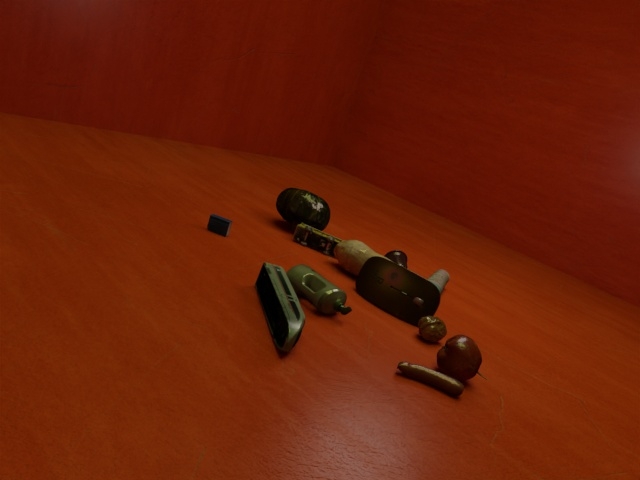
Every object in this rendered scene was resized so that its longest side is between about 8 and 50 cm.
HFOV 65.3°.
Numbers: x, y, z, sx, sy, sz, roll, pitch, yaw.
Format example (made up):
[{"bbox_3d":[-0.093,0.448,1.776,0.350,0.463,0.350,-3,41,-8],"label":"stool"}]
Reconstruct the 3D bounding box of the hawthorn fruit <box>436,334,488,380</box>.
[{"bbox_3d":[0.384,0.328,1.381,0.140,0.125,0.125,48,6,-22],"label":"hawthorn fruit"}]

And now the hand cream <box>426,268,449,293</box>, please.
[{"bbox_3d":[0.446,0.195,1.999,0.111,0.070,0.312,26,26,22],"label":"hand cream"}]

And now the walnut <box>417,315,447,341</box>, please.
[{"bbox_3d":[0.348,0.277,1.566,0.096,0.082,0.079,10,46,-31],"label":"walnut"}]

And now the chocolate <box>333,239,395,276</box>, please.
[{"bbox_3d":[0.178,0.091,1.899,0.309,0.134,0.134,31,20,36],"label":"chocolate"}]

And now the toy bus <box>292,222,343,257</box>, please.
[{"bbox_3d":[0.000,0.000,2.090,0.226,0.081,0.074,22,18,13],"label":"toy bus"}]

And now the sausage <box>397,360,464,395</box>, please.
[{"bbox_3d":[0.285,0.356,1.299,0.176,0.040,0.047,21,23,11],"label":"sausage"}]

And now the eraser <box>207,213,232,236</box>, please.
[{"bbox_3d":[-0.384,-0.058,1.902,0.084,0.063,0.027,21,17,10],"label":"eraser"}]

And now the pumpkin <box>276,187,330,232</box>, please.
[{"bbox_3d":[-0.080,-0.121,2.252,0.260,0.189,0.260,23,-6,3],"label":"pumpkin"}]

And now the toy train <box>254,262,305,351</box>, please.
[{"bbox_3d":[-0.102,0.185,1.378,0.088,0.086,0.407,18,16,-21],"label":"toy train"}]

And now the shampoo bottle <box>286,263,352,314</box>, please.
[{"bbox_3d":[0.001,0.162,1.550,0.118,0.087,0.234,4,21,-47],"label":"shampoo bottle"}]

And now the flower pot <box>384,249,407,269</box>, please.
[{"bbox_3d":[0.316,0.107,2.058,0.111,0.111,0.089,13,28,-15],"label":"flower pot"}]

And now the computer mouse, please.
[{"bbox_3d":[0.256,0.166,1.706,0.310,0.158,0.072,28,0,31],"label":"computer mouse"}]
